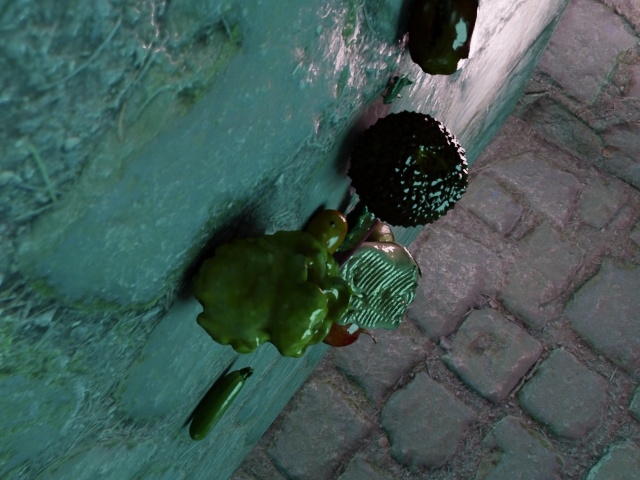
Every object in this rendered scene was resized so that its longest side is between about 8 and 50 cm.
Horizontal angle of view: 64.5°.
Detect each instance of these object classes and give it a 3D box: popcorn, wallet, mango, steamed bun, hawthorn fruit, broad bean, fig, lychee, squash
[{"bbox_3d":[-0.068,0.083,0.873,0.235,0.241,0.250,-63,166,25],"label":"popcorn"},{"bbox_3d":[0.067,0.019,1.454,0.232,0.025,0.119,-49,-155,-18],"label":"wallet"},{"bbox_3d":[-0.001,0.000,1.202,0.165,0.089,0.115,-53,176,13],"label":"mango"},{"bbox_3d":[0.148,0.121,1.564,0.207,0.280,0.268,-134,-128,-75],"label":"steamed bun"},{"bbox_3d":[0.085,0.258,1.717,0.242,0.271,0.242,-47,170,-10],"label":"hawthorn fruit"},{"bbox_3d":[0.225,-0.385,0.925,0.228,0.122,0.156,-21,120,-76],"label":"broad bean"},{"bbox_3d":[0.157,0.009,1.667,0.149,0.149,0.245,-57,154,17],"label":"fig"},{"bbox_3d":[0.183,-0.148,1.117,0.267,0.267,0.267,-49,165,-17],"label":"lychee"},{"bbox_3d":[-0.281,0.442,1.394,0.252,0.066,0.066,-54,166,-2],"label":"squash"}]

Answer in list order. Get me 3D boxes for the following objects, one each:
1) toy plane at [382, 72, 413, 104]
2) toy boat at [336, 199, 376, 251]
[{"bbox_3d":[0.156,-0.314,1.053,0.083,0.033,0.080,-44,166,-8],"label":"toy plane"},{"bbox_3d":[0.101,-0.077,1.321,0.108,0.099,0.293,-78,-170,-48],"label":"toy boat"}]
